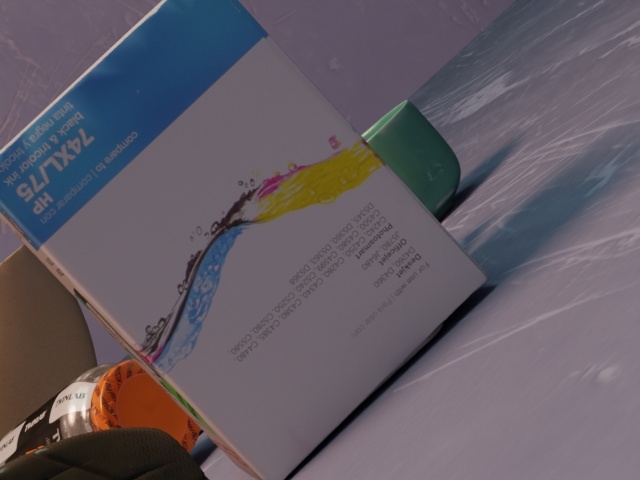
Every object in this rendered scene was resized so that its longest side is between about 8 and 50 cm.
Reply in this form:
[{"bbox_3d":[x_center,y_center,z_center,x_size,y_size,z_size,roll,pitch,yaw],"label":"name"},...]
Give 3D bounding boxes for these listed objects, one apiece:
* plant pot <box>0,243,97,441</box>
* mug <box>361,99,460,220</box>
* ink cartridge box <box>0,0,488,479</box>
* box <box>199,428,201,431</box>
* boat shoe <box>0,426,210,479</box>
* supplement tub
[{"bbox_3d":[-0.333,0.158,1.880,0.284,0.191,0.284,-42,4,4],"label":"plant pot"},{"bbox_3d":[0.054,-0.042,1.667,0.158,0.097,0.129,-39,6,42],"label":"mug"},{"bbox_3d":[-0.065,-0.004,1.223,0.197,0.270,0.198,-44,5,-9],"label":"ink cartridge box"},{"bbox_3d":[-0.067,0.103,1.702,0.186,0.038,0.145,-41,5,-5],"label":"box"},{"bbox_3d":[-0.206,0.235,1.120,0.324,0.122,0.120,-34,-20,-14],"label":"boat shoe"},{"bbox_3d":[-0.186,0.174,1.529,0.190,0.117,0.117,-38,6,46],"label":"supplement tub"}]
